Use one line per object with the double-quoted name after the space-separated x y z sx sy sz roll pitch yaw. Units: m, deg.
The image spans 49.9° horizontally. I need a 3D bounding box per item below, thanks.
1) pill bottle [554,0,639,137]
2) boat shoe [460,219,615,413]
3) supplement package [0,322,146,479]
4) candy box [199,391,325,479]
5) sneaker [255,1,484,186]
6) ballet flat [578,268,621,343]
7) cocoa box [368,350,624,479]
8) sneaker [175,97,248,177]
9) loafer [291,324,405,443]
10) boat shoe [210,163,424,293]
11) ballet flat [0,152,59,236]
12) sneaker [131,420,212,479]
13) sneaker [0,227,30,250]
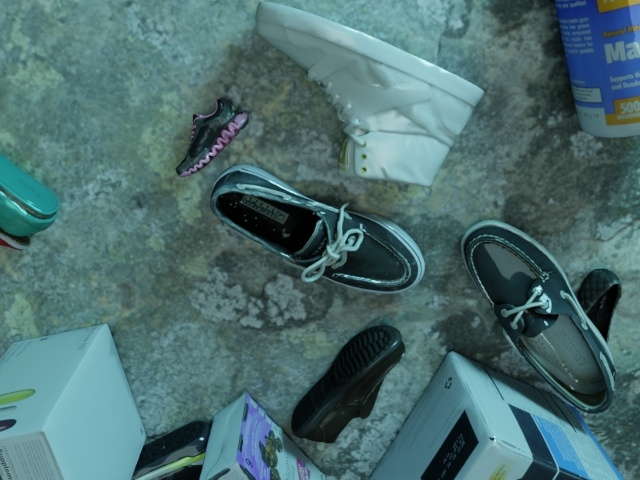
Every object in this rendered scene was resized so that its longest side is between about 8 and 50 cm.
0.351 -0.269 0.787 0.152 0.152 0.272 -18 110 4 "pill bottle"
0.300 0.103 0.930 0.302 0.091 0.114 45 117 -6 "boat shoe"
-0.347 0.264 0.889 0.145 0.262 0.204 -12 109 2 "supplement package"
-0.075 0.343 0.979 0.070 0.165 0.196 -35 107 11 "candy box"
0.036 -0.163 0.836 0.293 0.108 0.169 22 104 -11 "sneaker"
0.389 0.123 0.980 0.058 0.049 0.173 1 109 -2 "ballet flat"
0.218 0.384 0.969 0.228 0.231 0.347 25 107 -11 "cocoa box"
-0.148 -0.133 0.876 0.057 0.047 0.119 44 95 -9 "sneaker"
0.050 0.210 0.991 0.078 0.080 0.220 35 110 -23 "loafer"
0.002 -0.004 0.891 0.306 0.105 0.113 30 106 -12 "boat shoe"
-0.443 -0.095 0.858 0.087 0.083 0.247 -37 105 25 "ballet flat"
-0.242 0.356 1.020 0.235 0.084 0.097 -23 110 6 "sneaker"
-0.448 -0.002 0.908 0.118 0.042 0.067 30 102 -4 "sneaker"
